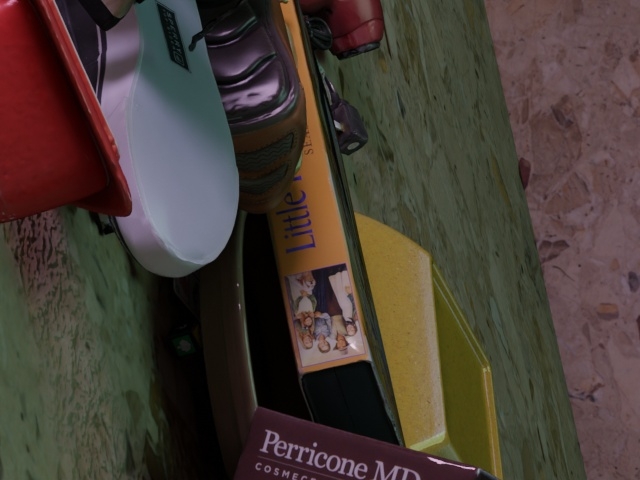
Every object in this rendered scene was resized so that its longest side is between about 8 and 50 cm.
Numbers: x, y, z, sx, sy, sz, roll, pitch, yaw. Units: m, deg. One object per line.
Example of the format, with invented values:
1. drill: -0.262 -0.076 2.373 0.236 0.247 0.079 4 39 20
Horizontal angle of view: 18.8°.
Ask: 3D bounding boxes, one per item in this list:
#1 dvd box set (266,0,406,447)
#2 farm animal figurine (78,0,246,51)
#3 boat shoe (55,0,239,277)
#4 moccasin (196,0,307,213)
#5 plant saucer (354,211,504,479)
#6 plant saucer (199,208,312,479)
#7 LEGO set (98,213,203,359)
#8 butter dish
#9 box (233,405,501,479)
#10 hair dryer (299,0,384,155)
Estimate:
1. dvd box set: 0.000 0.000 1.621 0.307 0.062 0.420 72 6 -56
2. farm animal figurine: -0.133 -0.270 1.162 0.327 0.172 0.330 47 27 -24
3. boat shoe: -0.137 -0.090 1.283 0.113 0.105 0.306 28 38 -47
4. moccasin: -0.088 -0.190 1.471 0.147 0.139 0.380 85 -17 -57
5. plant saucer: 0.123 0.175 2.044 0.332 0.081 0.332 57 23 -49
6. plant saucer: -0.047 0.104 1.489 0.278 0.041 0.277 -9 90 -82
7. LEGO set: -0.109 -0.038 1.439 0.182 0.060 0.244 53 26 -47
8. butter dish: -0.196 -0.068 1.047 0.160 0.118 0.160 15 -47 58
9. box: 0.026 0.241 1.312 0.167 0.168 0.203 36 68 -66
10. hair dryer: 0.006 -0.258 2.028 0.223 0.080 0.293 56 24 -51
